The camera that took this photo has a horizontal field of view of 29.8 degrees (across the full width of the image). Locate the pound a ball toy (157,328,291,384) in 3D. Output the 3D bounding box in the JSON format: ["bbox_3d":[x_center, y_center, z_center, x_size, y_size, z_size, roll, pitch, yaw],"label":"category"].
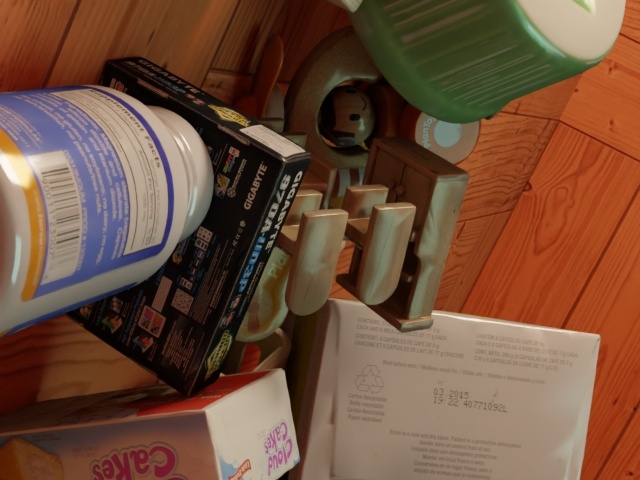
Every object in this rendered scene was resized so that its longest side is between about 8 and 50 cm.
[{"bbox_3d":[-0.148,0.264,1.453,0.208,0.135,0.319,-40,154,-50],"label":"pound a ball toy"}]

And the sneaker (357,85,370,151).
[{"bbox_3d":[0.085,-0.124,1.575,0.126,0.091,0.240,-49,160,-36],"label":"sneaker"}]

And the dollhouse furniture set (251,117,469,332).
[{"bbox_3d":[0.000,0.000,1.102,0.242,0.212,0.161,-6,119,-37],"label":"dollhouse furniture set"}]

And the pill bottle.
[{"bbox_3d":[-0.184,-0.027,0.810,0.152,0.152,0.272,-66,164,19],"label":"pill bottle"}]

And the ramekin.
[{"bbox_3d":[0.160,-0.274,1.132,0.303,0.148,0.304,16,67,-45],"label":"ramekin"}]

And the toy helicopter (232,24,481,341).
[{"bbox_3d":[-0.018,-0.060,1.232,0.235,0.140,0.355,27,97,-31],"label":"toy helicopter"}]

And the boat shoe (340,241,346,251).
[{"bbox_3d":[-0.022,-0.008,1.433,0.096,0.098,0.277,-57,165,-16],"label":"boat shoe"}]

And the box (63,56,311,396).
[{"bbox_3d":[-0.126,-0.011,0.970,0.051,0.175,0.220,-21,138,-62],"label":"box"}]

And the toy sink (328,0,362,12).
[{"bbox_3d":[0.018,-0.323,0.951,0.234,0.131,0.153,-62,165,3],"label":"toy sink"}]

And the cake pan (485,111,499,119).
[{"bbox_3d":[0.251,-0.312,1.640,0.293,0.054,0.293,-163,-90,-85],"label":"cake pan"}]

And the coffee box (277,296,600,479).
[{"bbox_3d":[0.105,0.252,1.501,0.334,0.337,0.338,175,-76,-77],"label":"coffee box"}]

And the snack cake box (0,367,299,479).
[{"bbox_3d":[-0.169,0.181,1.025,0.152,0.264,0.089,-14,93,-67],"label":"snack cake box"}]
